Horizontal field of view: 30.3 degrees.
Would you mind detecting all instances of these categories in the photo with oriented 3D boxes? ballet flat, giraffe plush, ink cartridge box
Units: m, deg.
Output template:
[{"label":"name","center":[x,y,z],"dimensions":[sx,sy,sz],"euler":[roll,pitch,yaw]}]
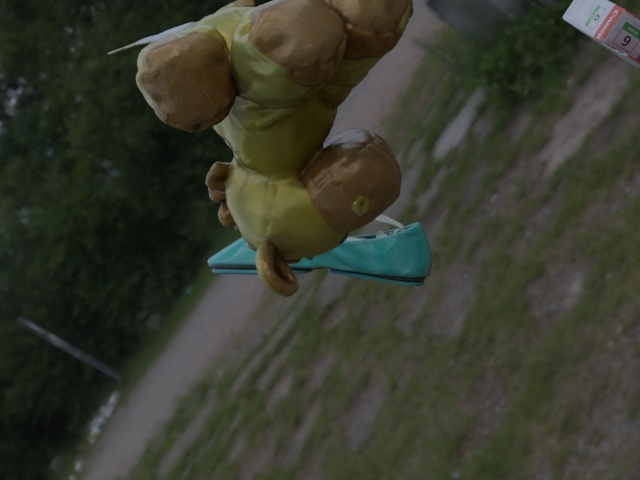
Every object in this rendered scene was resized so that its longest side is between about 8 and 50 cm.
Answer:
[{"label":"ballet flat","center":[0.000,0.000,1.305],"dimensions":[0.083,0.247,0.087],"euler":[-37,-50,-84]},{"label":"giraffe plush","center":[-0.021,-0.062,0.726],"dimensions":[0.210,0.170,0.181],"euler":[-6,21,45]},{"label":"ink cartridge box","center":[0.218,-0.138,0.816],"dimensions":[0.029,0.063,0.115],"euler":[-58,21,14]}]
